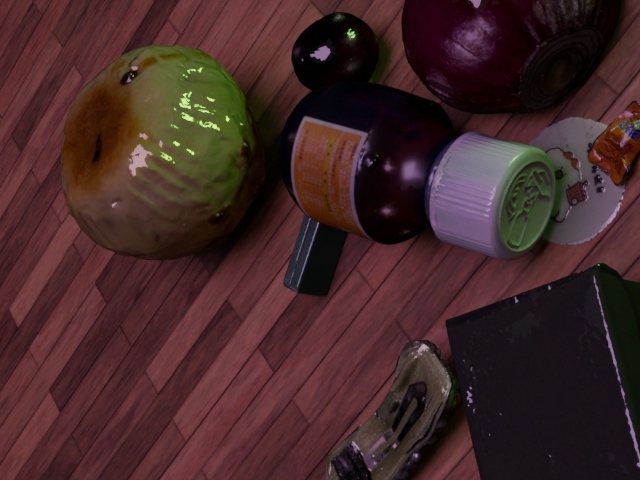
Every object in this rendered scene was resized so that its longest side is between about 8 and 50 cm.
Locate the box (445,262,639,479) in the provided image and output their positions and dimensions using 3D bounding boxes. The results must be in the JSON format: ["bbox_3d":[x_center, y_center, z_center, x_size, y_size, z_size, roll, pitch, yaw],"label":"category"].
[{"bbox_3d":[0.348,0.237,1.612,0.251,0.204,0.345,-25,66,38],"label":"box"}]

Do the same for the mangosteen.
[{"bbox_3d":[0.029,-0.300,2.063,0.153,0.152,0.152,-9,76,42],"label":"mangosteen"}]

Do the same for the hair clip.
[{"bbox_3d":[0.124,0.291,1.896,0.321,0.091,0.138,-57,49,33],"label":"hair clip"}]

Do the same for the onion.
[{"bbox_3d":[0.252,-0.331,1.778,0.337,0.260,0.281,-39,63,31],"label":"onion"}]

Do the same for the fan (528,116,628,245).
[{"bbox_3d":[0.310,-0.064,1.836,0.329,0.009,0.190,-24,67,38],"label":"fan"}]

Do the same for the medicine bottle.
[{"bbox_3d":[0.141,-0.099,1.839,0.395,0.243,0.242,21,97,43],"label":"medicine bottle"}]

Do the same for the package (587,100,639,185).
[{"bbox_3d":[0.422,-0.136,1.726,0.077,0.033,0.110,47,115,25],"label":"package"}]

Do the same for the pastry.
[{"bbox_3d":[-0.268,-0.146,2.187,0.389,0.313,0.388,-22,56,37],"label":"pastry"}]

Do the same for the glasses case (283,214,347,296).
[{"bbox_3d":[0.000,0.000,2.068,0.039,0.078,0.184,24,99,42],"label":"glasses case"}]
